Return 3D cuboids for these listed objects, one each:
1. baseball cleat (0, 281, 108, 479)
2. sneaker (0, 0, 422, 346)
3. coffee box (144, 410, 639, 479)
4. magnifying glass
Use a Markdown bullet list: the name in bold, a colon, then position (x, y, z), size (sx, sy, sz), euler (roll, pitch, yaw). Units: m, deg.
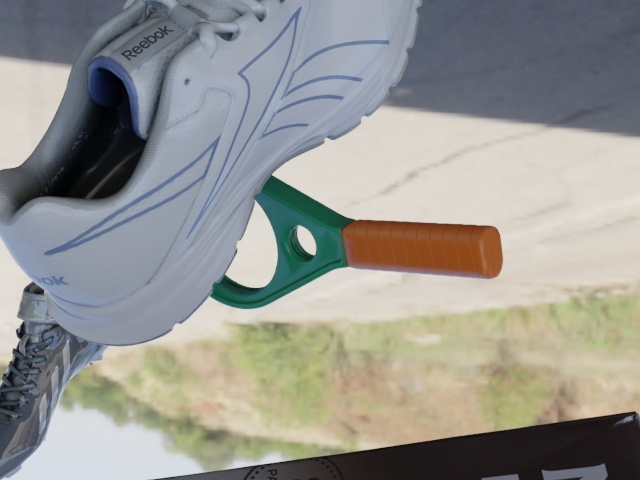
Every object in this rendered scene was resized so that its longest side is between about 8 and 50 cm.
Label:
- **baseball cleat**: position (-0.243, 0.101, 1.017), size (0.072, 0.206, 0.109), euler (11, 137, 23)
- **sneaker**: position (-0.047, -0.085, 0.616), size (0.111, 0.297, 0.129), euler (28, 167, 25)
- **coffee box**: position (0.037, 0.202, 0.322), size (0.168, 0.297, 0.119), euler (-9, 131, 4)
- **magnifying glass**: position (0.000, 0.000, 0.718), size (0.231, 0.092, 0.026), euler (5, -158, 39)
